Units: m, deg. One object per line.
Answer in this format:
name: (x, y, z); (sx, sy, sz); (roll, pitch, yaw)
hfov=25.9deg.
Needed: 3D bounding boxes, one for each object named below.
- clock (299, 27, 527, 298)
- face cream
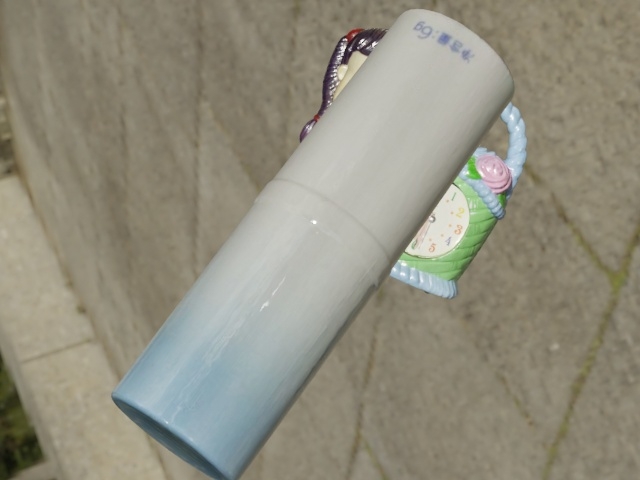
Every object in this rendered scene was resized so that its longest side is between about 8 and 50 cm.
clock: (0.074, -0.070, 1.196); (0.100, 0.194, 0.196); (-43, -24, -83)
face cream: (0.000, 0.000, 0.694); (0.077, 0.250, 0.077); (34, 163, 12)
